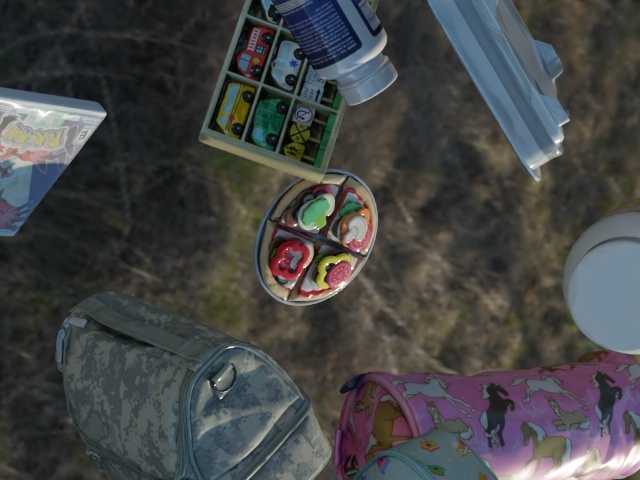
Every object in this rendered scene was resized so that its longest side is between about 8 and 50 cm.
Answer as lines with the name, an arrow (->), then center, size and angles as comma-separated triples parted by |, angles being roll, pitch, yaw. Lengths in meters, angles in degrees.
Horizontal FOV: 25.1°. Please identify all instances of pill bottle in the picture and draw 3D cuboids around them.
pill bottle -> 0.267, 0.029, 1.195 | 0.208, 0.118, 0.117 | -19, 123, -69
pill bottle -> 0.017, -0.242, 1.634 | 0.094, 0.094, 0.169 | -44, 110, -34

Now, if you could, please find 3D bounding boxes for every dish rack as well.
dish rack -> 0.212, -0.240, 1.691 | 0.285, 0.072, 0.333 | 58, 18, -16

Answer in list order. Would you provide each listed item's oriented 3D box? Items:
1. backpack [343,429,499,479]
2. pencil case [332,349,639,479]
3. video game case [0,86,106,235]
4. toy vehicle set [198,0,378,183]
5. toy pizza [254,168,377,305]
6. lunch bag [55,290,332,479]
backpack -> 0.082, 0.271, 1.296 | 0.144, 0.166, 0.188 | -5, 142, -44
pencil case -> 0.199, 0.207, 1.581 | 0.386, 0.167, 0.160 | -2, 133, -33
video game case -> -0.332, -0.076, 1.449 | 0.183, 0.023, 0.201 | -49, 158, 20
toy vehicle set -> -0.039, -0.222, 1.853 | 0.035, 0.166, 0.266 | 122, -15, -69
toy pizza -> 0.000, 0.000, 1.954 | 0.201, 0.032, 0.201 | -16, 121, -29
lunch bag -> -0.174, 0.200, 1.782 | 0.212, 0.305, 0.256 | -41, 126, -28
